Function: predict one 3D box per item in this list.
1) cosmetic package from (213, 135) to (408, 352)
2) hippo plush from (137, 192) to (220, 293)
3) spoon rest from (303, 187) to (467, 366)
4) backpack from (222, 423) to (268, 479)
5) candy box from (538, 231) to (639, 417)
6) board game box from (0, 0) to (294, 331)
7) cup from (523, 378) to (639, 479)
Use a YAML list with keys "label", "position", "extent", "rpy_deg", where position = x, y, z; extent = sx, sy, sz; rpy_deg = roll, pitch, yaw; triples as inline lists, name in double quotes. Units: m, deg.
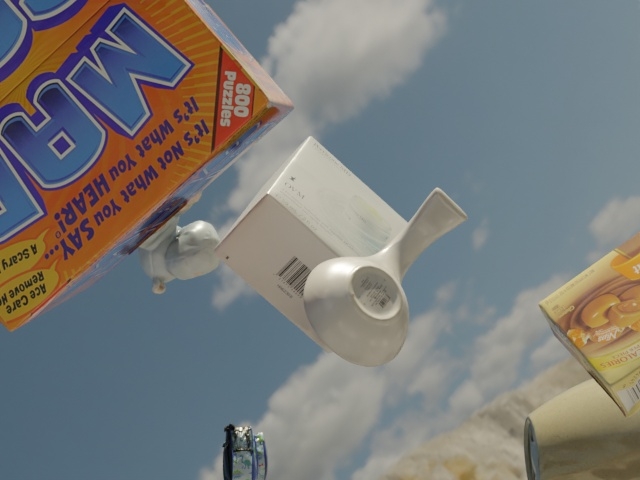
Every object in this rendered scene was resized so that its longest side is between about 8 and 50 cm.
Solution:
- label: "cosmetic package"
  position: [0.000, 0.000, 1.586]
  extent: [0.138, 0.224, 0.225]
  rpy_deg: [-45, 8, 28]
- label: "hippo plush"
  position: [-0.321, -0.008, 2.076]
  extent: [0.237, 0.294, 0.234]
  rpy_deg: [69, -151, -25]
- label: "spoon rest"
  position: [0.078, 0.044, 1.291]
  extent: [0.276, 0.137, 0.084]
  rpy_deg: [-45, 0, -41]
- label: "backpack"
  position: [-0.140, 0.415, 2.034]
  extent: [0.084, 0.114, 0.105]
  rpy_deg: [1, -37, -8]
- label: "candy box"
  position: [0.474, 0.068, 1.447]
  extent: [0.316, 0.183, 0.087]
  rpy_deg: [-35, -48, 2]
- label: "board game box"
  position: [-0.288, -0.171, 1.238]
  extent: [0.356, 0.356, 0.356]
  rpy_deg: [-41, 3, 6]
- label: "cup"
  position: [0.517, 0.407, 2.063]
  extent: [0.236, 0.331, 0.331]
  rpy_deg: [-3, -31, 0]
